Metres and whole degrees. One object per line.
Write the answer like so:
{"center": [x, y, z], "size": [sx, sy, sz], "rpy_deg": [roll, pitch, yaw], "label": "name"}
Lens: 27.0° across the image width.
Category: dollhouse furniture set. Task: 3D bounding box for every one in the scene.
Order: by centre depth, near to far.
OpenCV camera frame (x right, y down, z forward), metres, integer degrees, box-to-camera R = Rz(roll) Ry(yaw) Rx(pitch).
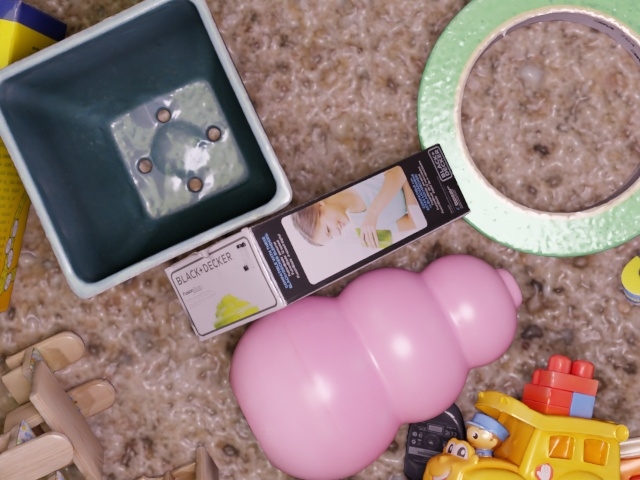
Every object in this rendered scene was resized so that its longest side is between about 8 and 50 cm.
{"center": [-0.238, 0.236, 1.498], "size": [0.161, 0.212, 0.242], "rpy_deg": [-25, 116, 6], "label": "dollhouse furniture set"}

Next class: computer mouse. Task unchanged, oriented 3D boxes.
{"center": [0.126, 0.297, 1.556], "size": [0.071, 0.041, 0.242], "rpy_deg": [12, 100, 15], "label": "computer mouse"}

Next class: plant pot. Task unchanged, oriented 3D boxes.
{"center": [-0.175, -0.104, 1.455], "size": [0.247, 0.252, 0.248], "rpy_deg": [-25, 90, 6], "label": "plant pot"}

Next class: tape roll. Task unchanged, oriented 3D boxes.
{"center": [0.270, -0.142, 1.507], "size": [0.321, 0.077, 0.321], "rpy_deg": [0, 91, 5], "label": "tape roll"}

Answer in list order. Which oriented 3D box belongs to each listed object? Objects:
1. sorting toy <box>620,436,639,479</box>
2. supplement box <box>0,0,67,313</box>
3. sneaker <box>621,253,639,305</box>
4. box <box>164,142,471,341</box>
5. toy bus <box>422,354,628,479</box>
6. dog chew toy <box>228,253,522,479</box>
{"center": [0.416, 0.309, 1.524], "size": [0.195, 0.047, 0.348], "rpy_deg": [-10, 91, 5], "label": "sorting toy"}
{"center": [-0.435, -0.103, 1.505], "size": [0.194, 0.195, 0.357], "rpy_deg": [13, 92, 4], "label": "supplement box"}
{"center": [0.398, 0.022, 1.518], "size": [0.144, 0.059, 0.053], "rpy_deg": [-34, 60, -12], "label": "sneaker"}
{"center": [0.000, 0.000, 1.414], "size": [0.169, 0.290, 0.087], "rpy_deg": [-24, 90, 49], "label": "box"}
{"center": [0.226, 0.228, 1.467], "size": [0.220, 0.149, 0.212], "rpy_deg": [9, 88, -20], "label": "toy bus"}
{"center": [0.070, 0.125, 1.478], "size": [0.331, 0.206, 0.207], "rpy_deg": [-27, 90, -4], "label": "dog chew toy"}
